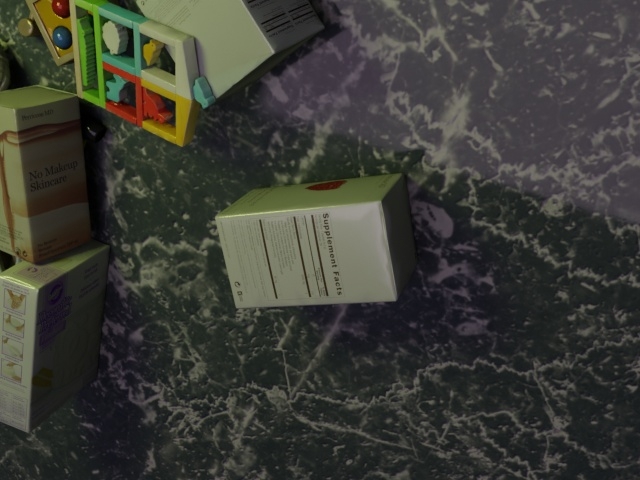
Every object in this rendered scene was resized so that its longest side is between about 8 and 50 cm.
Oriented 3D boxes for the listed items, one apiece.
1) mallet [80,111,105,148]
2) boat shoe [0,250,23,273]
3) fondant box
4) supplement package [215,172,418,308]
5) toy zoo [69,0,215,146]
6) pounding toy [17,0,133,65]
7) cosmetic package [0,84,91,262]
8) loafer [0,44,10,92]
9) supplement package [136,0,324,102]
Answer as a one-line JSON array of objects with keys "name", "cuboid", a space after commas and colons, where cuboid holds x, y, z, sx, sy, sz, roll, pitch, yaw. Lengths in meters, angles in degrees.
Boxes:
[{"name": "mallet", "cuboid": [-0.485, -0.168, 1.543, 0.062, 0.039, 0.190, 41, 121, 2]}, {"name": "boat shoe", "cuboid": [-0.634, -0.069, 1.590, 0.118, 0.103, 0.321, 1, 110, 19]}, {"name": "fondant box", "cuboid": [-0.539, 0.180, 1.576, 0.096, 0.238, 0.330, 17, 114, 13]}, {"name": "supplement package", "cuboid": [0.000, 0.000, 1.355, 0.292, 0.177, 0.175, -5, 108, 20]}, {"name": "toy zoo", "cuboid": [-0.297, -0.277, 1.305, 0.293, 0.030, 0.192, 27, 132, 22]}, {"name": "pounding toy", "cuboid": [-0.476, -0.410, 1.413, 0.206, 0.094, 0.181, -19, 103, 24]}, {"name": "cosmetic package", "cuboid": [-0.537, -0.128, 1.482, 0.129, 0.153, 0.296, 16, 119, 31]}, {"name": "loafer", "cuboid": [-0.728, -0.295, 1.549, 0.319, 0.112, 0.112, -19, 67, 25]}, {"name": "supplement package", "cuboid": [-0.144, -0.361, 1.261, 0.194, 0.149, 0.203, -26, 100, 43]}]
